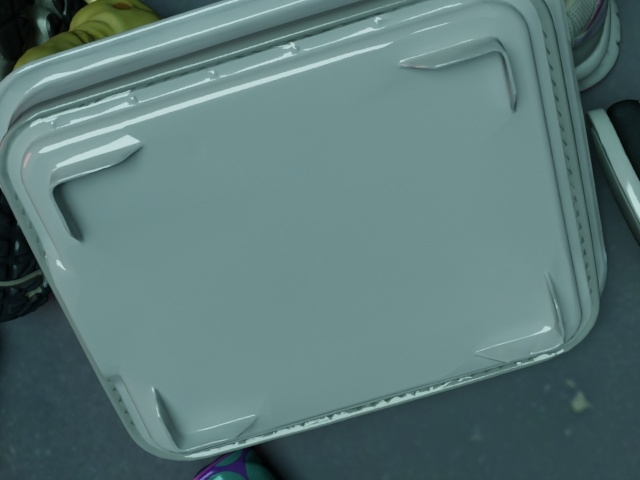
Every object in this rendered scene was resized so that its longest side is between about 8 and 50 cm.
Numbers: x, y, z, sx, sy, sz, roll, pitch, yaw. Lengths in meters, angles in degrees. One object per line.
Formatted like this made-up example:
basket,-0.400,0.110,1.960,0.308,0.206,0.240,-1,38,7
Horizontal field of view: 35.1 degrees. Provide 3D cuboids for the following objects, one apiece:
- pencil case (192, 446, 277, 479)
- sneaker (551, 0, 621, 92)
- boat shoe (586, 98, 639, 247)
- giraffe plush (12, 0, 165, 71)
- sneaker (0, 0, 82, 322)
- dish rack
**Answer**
pencil case,-0.035,0.218,0.703,0.070,0.064,0.151,-35,83,-10
sneaker,0.124,-0.214,0.607,0.103,0.111,0.252,-16,89,16
boat shoe,0.261,0.037,0.590,0.091,0.114,0.302,-31,97,16
giraffe plush,-0.081,-0.097,0.666,0.171,0.181,0.210,-4,58,6
sneaker,-0.240,-0.083,0.738,0.122,0.110,0.282,3,92,33
dish rack,0.000,0.000,0.582,0.333,0.072,0.285,-16,121,4
